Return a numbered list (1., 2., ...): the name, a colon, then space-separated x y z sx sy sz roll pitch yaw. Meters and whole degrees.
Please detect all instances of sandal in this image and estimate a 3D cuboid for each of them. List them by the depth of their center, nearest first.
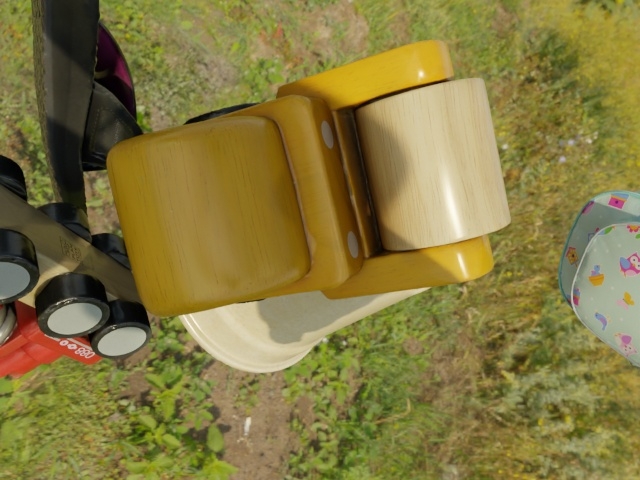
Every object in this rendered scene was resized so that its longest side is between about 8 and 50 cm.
1. sandal: -0.223 -0.143 0.577 0.107 0.446 0.167 -7 67 -27

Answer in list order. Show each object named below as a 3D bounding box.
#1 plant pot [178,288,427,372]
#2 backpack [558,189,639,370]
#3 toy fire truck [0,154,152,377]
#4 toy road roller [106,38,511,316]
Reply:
1. plant pot: 0.000 0.000 0.822 0.334 0.305 0.334 22 58 -41
2. backpack: 0.331 0.035 0.569 0.144 0.188 0.166 -6 118 -27
3. toy fire truck: -0.317 0.057 0.523 0.158 0.246 0.217 60 5 34
4. toy road roller: -0.021 -0.036 0.501 0.240 0.329 0.202 -26 104 -65
